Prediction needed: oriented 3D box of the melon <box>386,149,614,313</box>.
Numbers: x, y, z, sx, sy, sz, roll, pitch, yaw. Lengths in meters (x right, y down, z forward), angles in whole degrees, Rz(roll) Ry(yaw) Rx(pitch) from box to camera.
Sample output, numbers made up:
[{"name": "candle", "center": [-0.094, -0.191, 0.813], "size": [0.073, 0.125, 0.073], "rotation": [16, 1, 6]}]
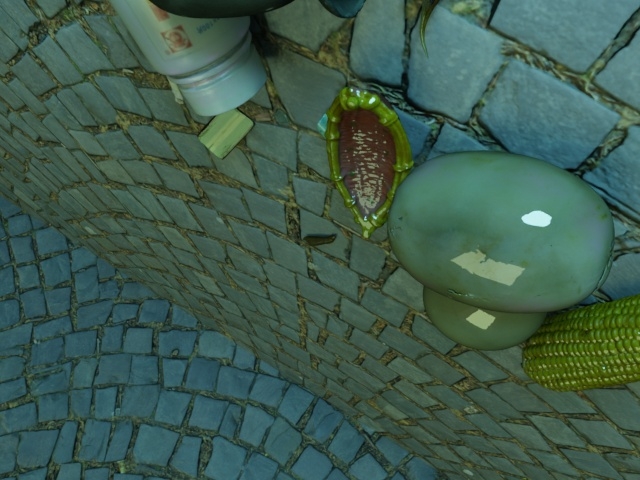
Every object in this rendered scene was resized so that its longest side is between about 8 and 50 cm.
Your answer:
[{"name": "melon", "center": [0.240, -0.013, 0.828], "size": [0.317, 0.223, 0.223], "rotation": [13, 147, 35]}]

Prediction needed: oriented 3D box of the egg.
[{"name": "egg", "center": [0.279, 0.096, 1.016], "size": [0.186, 0.186, 0.242], "rotation": [42, 163, -15]}]

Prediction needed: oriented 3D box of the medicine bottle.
[{"name": "medicine bottle", "center": [-0.199, -0.334, 0.854], "size": [0.170, 0.170, 0.292], "rotation": [13, 146, 37]}]

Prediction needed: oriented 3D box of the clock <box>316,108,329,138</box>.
[{"name": "clock", "center": [0.063, -0.182, 0.955], "size": [0.101, 0.041, 0.135], "rotation": [43, 153, -18]}]

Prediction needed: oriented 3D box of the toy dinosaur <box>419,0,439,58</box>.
[{"name": "toy dinosaur", "center": [0.117, -0.304, 0.688], "size": [0.058, 0.037, 0.180], "rotation": [28, 153, 24]}]

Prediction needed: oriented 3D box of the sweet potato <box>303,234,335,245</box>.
[{"name": "sweet potato", "center": [0.000, 0.000, 1.364], "size": [0.115, 0.026, 0.026], "rotation": [-2, 136, 47]}]

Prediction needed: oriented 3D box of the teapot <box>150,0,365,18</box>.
[{"name": "teapot", "center": [-0.058, -0.351, 0.594], "size": [0.286, 0.223, 0.305], "rotation": [15, 172, 18]}]

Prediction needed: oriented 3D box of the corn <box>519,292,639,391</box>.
[{"name": "corn", "center": [0.478, 0.166, 0.962], "size": [0.144, 0.143, 0.387], "rotation": [36, 151, -3]}]

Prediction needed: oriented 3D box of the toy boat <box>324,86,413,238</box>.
[{"name": "toy boat", "center": [0.071, -0.127, 0.892], "size": [0.141, 0.099, 0.317], "rotation": [17, 151, 18]}]

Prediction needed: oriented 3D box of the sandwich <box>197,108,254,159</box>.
[{"name": "sandwich", "center": [-0.182, -0.235, 1.193], "size": [0.074, 0.074, 0.116], "rotation": [42, 121, -15]}]
